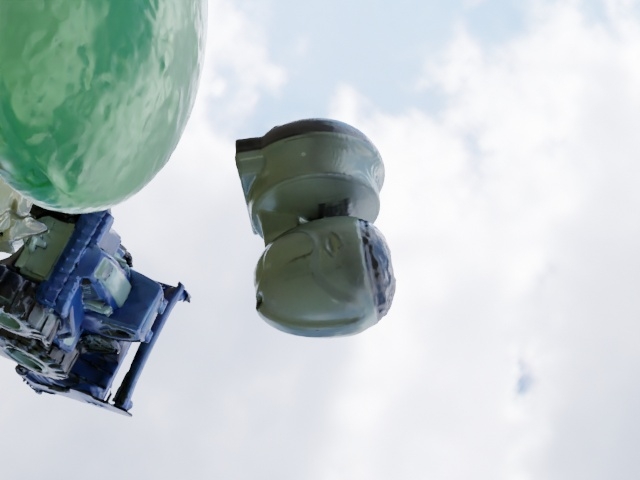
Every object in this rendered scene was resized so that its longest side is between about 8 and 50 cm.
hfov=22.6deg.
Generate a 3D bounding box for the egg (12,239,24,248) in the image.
[{"bbox_3d":[-0.326,-0.106,1.640,0.289,0.238,0.238,-46,-145,34],"label":"egg"}]

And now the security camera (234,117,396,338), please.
[{"bbox_3d":[0.000,0.000,2.044,0.191,0.197,0.277,-7,-126,1],"label":"security camera"}]

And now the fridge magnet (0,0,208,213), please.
[{"bbox_3d":[-0.117,-0.116,0.755,0.088,0.208,0.208,4,-115,25],"label":"fridge magnet"}]

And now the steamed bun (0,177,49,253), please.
[{"bbox_3d":[-0.309,-0.090,1.023,0.232,0.273,0.166,-40,-148,-9],"label":"steamed bun"}]

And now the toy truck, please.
[{"bbox_3d":[-0.171,0.046,1.164,0.208,0.126,0.113,87,26,-67],"label":"toy truck"}]
